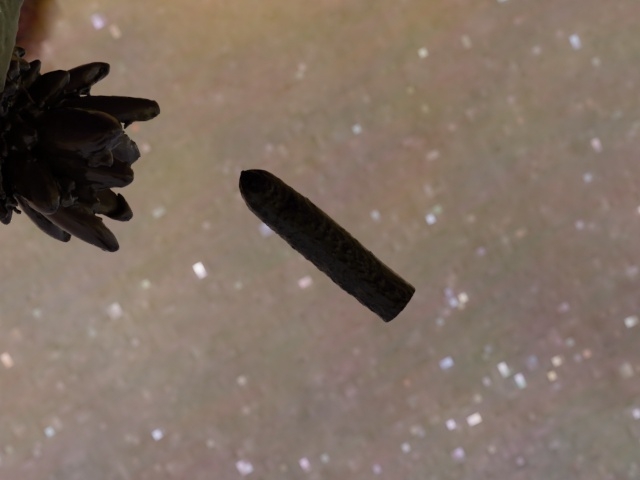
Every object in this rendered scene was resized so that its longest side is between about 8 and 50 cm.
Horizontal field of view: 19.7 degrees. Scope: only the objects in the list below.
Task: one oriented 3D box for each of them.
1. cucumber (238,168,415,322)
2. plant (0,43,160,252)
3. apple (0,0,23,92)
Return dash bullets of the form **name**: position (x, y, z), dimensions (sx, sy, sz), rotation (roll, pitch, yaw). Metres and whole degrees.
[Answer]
- **cucumber**: position (0.000, 0.000, 1.148), dimensions (0.032, 0.133, 0.032), rotation (-49, -170, 12)
- **plant**: position (-0.324, -0.099, 1.835), dimensions (0.181, 0.320, 0.194), rotation (-106, -144, -68)
- **apple**: position (-0.349, -0.226, 1.356), dimensions (0.254, 0.179, 0.346), rotation (-22, 159, 24)
